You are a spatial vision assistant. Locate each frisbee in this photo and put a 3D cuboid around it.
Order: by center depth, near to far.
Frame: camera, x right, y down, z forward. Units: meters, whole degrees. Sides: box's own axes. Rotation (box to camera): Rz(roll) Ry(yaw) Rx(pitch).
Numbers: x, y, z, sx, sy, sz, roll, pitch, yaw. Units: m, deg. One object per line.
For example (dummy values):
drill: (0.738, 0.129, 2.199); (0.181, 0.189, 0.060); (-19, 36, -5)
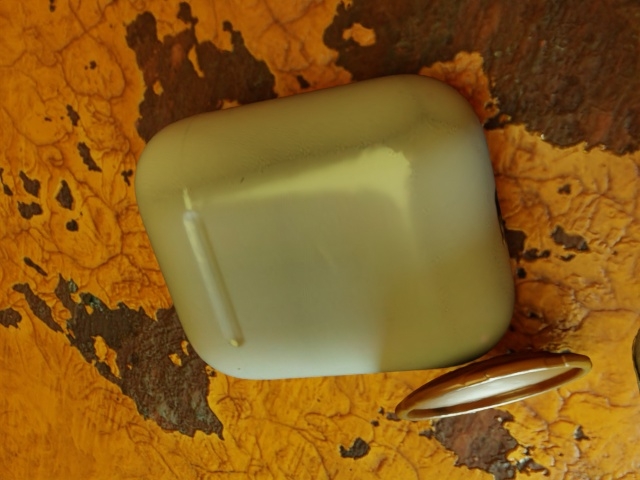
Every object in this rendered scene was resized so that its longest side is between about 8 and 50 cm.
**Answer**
frisbee: (0.163, 0.134, 0.708); (0.192, 0.192, 0.035); (-29, 64, 35)

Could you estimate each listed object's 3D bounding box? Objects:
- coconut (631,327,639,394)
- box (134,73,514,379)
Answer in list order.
coconut: (0.360, 0.082, 0.539); (0.224, 0.224, 0.234); (39, 128, 6)
box: (0.000, -0.001, 0.717); (0.349, 0.141, 0.288); (-8, 113, 22)
